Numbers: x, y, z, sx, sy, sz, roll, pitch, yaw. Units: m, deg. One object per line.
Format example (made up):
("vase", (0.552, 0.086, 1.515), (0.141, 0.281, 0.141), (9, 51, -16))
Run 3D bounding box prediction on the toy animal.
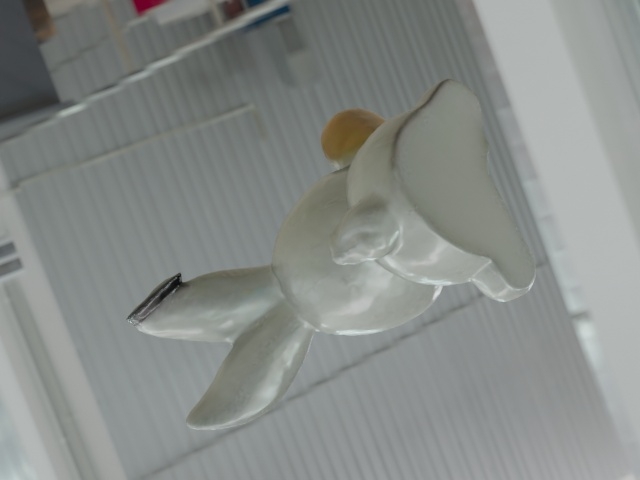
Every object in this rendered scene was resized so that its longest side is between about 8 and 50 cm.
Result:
("toy animal", (0.000, 0.000, 0.630), (0.127, 0.131, 0.181), (-12, 164, -38))
